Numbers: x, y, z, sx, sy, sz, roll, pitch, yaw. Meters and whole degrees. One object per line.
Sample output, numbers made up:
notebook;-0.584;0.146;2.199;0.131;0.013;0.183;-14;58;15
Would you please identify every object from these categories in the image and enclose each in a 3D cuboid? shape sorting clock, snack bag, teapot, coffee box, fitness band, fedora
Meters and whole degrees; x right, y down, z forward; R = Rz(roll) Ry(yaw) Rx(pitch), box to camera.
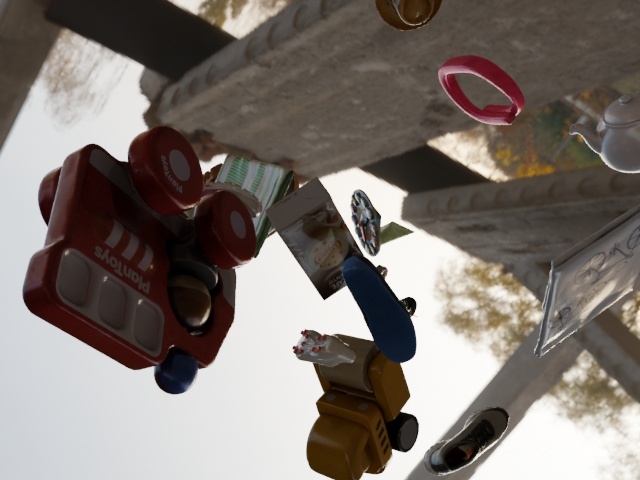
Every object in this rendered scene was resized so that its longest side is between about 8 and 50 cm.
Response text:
shape sorting clock;0.130;-0.051;2.092;0.040;0.206;0.206;-18;-138;-18
snack bag;0.602;0.080;1.547;0.037;0.323;0.343;47;161;36
teapot;0.871;-0.324;1.945;0.252;0.256;0.187;18;149;54
coffee box;0.000;0.000;1.590;0.246;0.141;0.098;57;180;-42
fitness band;0.423;-0.400;1.876;0.209;0.054;0.291;46;174;-21
fedora;0.233;-0.614;1.805;0.194;0.194;0.079;24;-148;-29

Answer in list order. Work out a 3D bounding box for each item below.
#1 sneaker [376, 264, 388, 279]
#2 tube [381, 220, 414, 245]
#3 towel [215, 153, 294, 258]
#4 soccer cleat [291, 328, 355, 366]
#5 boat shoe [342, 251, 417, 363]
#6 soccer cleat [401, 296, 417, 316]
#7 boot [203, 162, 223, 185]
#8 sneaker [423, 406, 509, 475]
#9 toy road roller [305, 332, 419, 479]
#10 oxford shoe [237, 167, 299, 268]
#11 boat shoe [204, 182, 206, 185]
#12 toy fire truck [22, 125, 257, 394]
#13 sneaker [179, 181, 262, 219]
sneaker;0.112;0.080;1.539;0.057;0.047;0.119;35;156;14
tube;0.228;-0.022;2.442;0.070;0.240;0.062;-20;-93;-26
towel;-0.207;-0.095;1.826;0.038;0.248;0.324;25;178;-35
soccer cleat;0.002;0.215;1.381;0.076;0.068;0.196;32;165;-15
boat shoe;0.130;0.128;1.449;0.089;0.109;0.258;-89;-23;-69
soccer cleat;0.245;0.204;2.096;0.060;0.072;0.179;40;-143;15
boot;-0.278;-0.178;2.208;0.152;0.197;0.073;67;-173;20
sneaker;0.410;0.546;1.911;0.100;0.271;0.108;58;161;3
toy road roller;0.071;0.404;1.637;0.202;0.330;0.240;6;-147;40
oxford shoe;-0.197;-0.063;2.072;0.130;0.364;0.132;43;-166;27
boat shoe;-0.300;-0.119;1.698;0.153;0.048;0.056;54;153;-8
toy fire truck;-0.199;0.037;0.819;0.302;0.169;0.254;50;-149;-46
sneaker;-0.261;-0.073;1.621;0.252;0.111;0.103;8;162;-3
